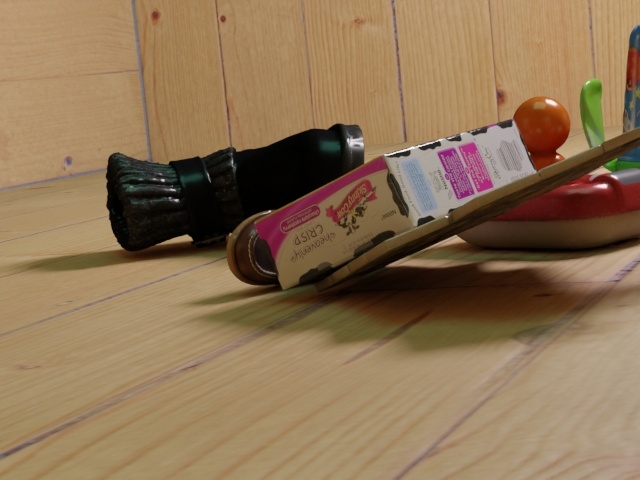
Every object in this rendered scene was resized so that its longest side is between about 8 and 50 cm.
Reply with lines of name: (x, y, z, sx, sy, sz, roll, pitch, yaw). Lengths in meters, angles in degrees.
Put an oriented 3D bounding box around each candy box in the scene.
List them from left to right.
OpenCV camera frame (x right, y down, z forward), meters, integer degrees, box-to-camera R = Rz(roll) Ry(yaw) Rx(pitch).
candy box: (0.074, -0.036, 1.346, 0.159, 0.071, 0.233, -26, -4, 36)

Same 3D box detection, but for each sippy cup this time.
sippy cup: (0.522, -0.198, 2.061, 0.305, 0.224, 0.240, -5, 7, 5)

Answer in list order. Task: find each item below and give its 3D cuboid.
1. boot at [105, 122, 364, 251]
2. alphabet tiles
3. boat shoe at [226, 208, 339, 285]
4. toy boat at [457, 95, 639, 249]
boot: (-0.108, -0.058, 1.750, 0.260, 0.131, 0.348, -1, -6, -19)
alphabet tiles: (0.147, -0.029, 1.268, 0.285, 0.011, 0.342, -24, -4, -17)
boat shoe: (0.000, 0.000, 1.427, 0.073, 0.073, 0.207, -3, 7, 41)
toy boat: (0.228, -0.072, 1.522, 0.231, 0.151, 0.151, 1, 9, 45)
